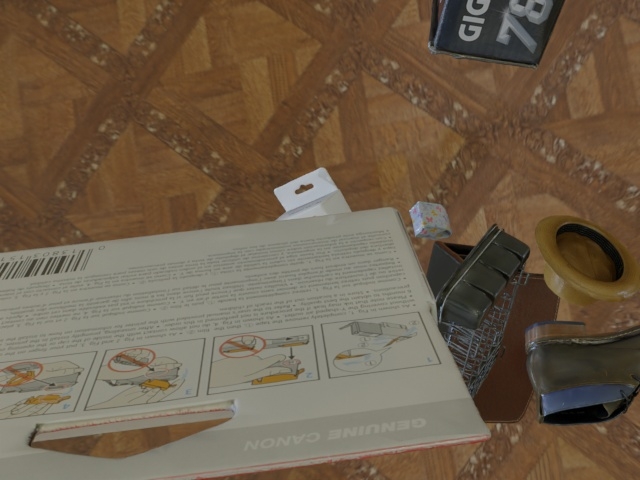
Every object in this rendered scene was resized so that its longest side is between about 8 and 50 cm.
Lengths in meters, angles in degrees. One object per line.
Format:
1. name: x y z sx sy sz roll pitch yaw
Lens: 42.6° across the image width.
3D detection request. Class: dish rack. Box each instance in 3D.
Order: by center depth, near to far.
1. dish rack: 0.220 0.136 1.181 0.074 0.208 0.272 25 132 24

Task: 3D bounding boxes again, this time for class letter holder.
1. letter holder: 0.304 0.176 1.549 0.214 0.152 0.302 6 107 -19

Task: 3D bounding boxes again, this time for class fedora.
1. fedora: 0.411 0.043 1.301 0.194 0.194 0.079 33 130 13

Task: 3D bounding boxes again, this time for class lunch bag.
1. lunch bag: 0.244 -0.041 1.799 0.083 0.053 0.071 5 57 -24

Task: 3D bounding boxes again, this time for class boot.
1. boot: 0.326 0.146 0.859 0.219 0.082 0.106 -2 55 18

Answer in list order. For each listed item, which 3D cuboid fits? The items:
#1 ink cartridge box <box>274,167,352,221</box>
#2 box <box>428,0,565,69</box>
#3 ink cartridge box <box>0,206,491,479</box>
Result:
1. ink cartridge box: 0.000 0.000 1.262 0.115 0.067 0.198 -22 102 35
2. box: 0.122 -0.297 0.429 0.073 0.295 0.293 9 53 1
3. ink cartridge box: -0.083 0.070 0.440 0.296 0.261 0.066 -7 114 -1
